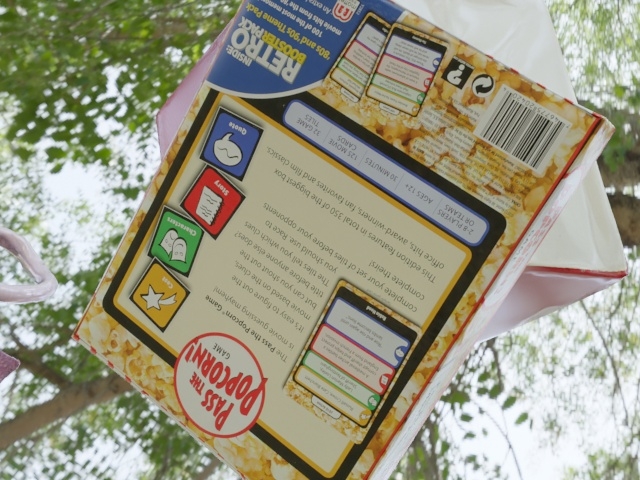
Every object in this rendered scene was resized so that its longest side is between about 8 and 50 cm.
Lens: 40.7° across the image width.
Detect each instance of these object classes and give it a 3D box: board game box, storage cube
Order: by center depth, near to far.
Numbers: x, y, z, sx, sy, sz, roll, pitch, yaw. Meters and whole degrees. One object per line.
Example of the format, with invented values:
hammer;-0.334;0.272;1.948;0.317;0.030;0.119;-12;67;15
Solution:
board game box;0.000;0.000;0.351;0.146;0.045;0.193;36;-75;19
storage cube;0.031;-0.031;0.518;0.193;0.183;0.215;-36;-121;49

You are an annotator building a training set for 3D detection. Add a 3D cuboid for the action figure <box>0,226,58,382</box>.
action figure;-0.372;0.045;0.603;0.248;0.276;0.370;32;-15;40
